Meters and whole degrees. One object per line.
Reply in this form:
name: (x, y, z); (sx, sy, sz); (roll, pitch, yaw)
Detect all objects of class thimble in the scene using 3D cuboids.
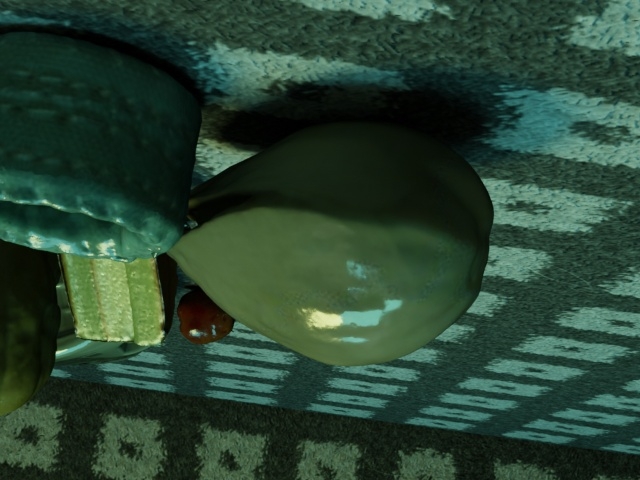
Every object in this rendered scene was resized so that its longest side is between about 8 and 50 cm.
thimble: (-0.212, -0.073, 1.113); (0.198, 0.143, 0.235); (-5, 160, 39)

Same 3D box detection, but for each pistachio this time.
pistachio: (0.000, 0.000, 1.167); (0.226, 0.208, 0.332); (16, 171, -42)

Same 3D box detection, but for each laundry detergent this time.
laundry detergent: (-0.321, 0.117, 1.966); (0.264, 0.125, 0.398); (-14, 171, 10)

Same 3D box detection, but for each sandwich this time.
sandwich: (-0.218, 0.006, 1.368); (0.117, 0.187, 0.144); (2, 172, 18)

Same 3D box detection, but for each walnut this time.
walnut: (-0.428, 0.075, 1.575); (0.282, 0.277, 0.253); (-9, 170, 24)

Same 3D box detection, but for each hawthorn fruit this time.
hawthorn fruit: (-0.160, 0.110, 1.981); (0.093, 0.081, 0.081); (-9, 164, 7)

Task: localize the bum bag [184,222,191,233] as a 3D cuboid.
bum bag: (-0.247, -0.018, 1.559); (0.197, 0.049, 0.087); (17, 159, -32)
